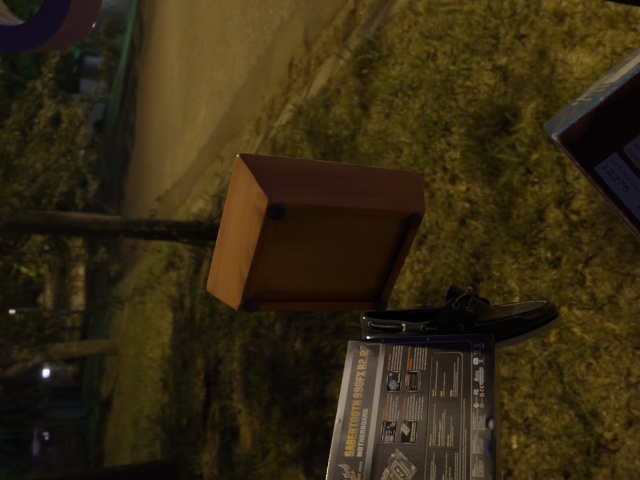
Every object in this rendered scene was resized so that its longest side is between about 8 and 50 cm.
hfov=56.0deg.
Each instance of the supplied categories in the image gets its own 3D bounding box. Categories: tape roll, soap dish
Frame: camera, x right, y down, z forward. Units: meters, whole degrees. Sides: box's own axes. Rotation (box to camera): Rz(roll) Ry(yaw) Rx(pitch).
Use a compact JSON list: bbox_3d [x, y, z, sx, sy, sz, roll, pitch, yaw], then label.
[{"bbox_3d":[-0.381,-0.335,0.762,0.080,0.189,0.188,-64,-14,-69],"label":"tape roll"},{"bbox_3d":[0.000,0.000,0.878,0.118,0.291,0.228,58,138,48],"label":"soap dish"}]

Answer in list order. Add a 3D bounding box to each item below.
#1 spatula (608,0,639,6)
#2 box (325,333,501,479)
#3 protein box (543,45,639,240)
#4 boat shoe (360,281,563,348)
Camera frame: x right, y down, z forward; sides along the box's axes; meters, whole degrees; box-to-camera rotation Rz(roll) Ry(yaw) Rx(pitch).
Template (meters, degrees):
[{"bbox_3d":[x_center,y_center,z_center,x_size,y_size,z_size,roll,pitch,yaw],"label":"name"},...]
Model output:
[{"bbox_3d":[0.367,-0.355,0.833,0.084,0.297,0.030,107,174,-64],"label":"spatula"},{"bbox_3d":[0.108,0.218,0.681,0.056,0.183,0.230,64,-152,-42],"label":"box"},{"bbox_3d":[0.252,-0.079,0.336,0.201,0.200,0.136,-40,87,22],"label":"protein box"},{"bbox_3d":[0.219,0.129,1.013,0.340,0.127,0.112,-17,90,29],"label":"boat shoe"}]
